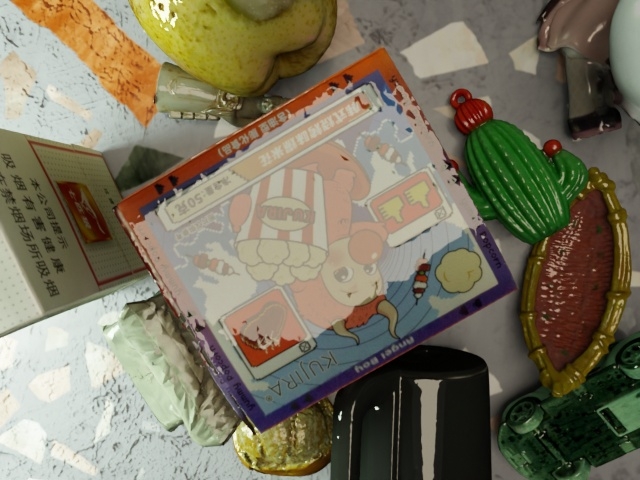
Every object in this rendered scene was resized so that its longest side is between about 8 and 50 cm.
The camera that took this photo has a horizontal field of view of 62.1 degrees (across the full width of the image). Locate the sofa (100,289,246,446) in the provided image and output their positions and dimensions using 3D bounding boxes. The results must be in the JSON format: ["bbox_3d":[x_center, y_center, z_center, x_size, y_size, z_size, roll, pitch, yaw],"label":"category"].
[{"bbox_3d":[-0.207,0.172,0.722,0.176,0.225,0.210,-31,96,-1],"label":"sofa"}]

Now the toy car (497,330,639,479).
[{"bbox_3d":[0.402,0.235,0.770,0.306,0.125,0.136,-39,98,25],"label":"toy car"}]

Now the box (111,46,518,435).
[{"bbox_3d":[0.000,0.000,0.693,0.349,0.257,0.318,-29,94,2],"label":"box"}]

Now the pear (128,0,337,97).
[{"bbox_3d":[-0.106,-0.321,0.678,0.271,0.271,0.271,0,94,1],"label":"pear"}]

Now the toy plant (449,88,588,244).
[{"bbox_3d":[0.255,-0.099,0.763,0.240,0.088,0.154,37,108,20],"label":"toy plant"}]

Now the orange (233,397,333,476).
[{"bbox_3d":[-0.048,0.271,0.770,0.157,0.156,0.134,-5,49,-4],"label":"orange"}]

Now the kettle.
[{"bbox_3d":[0.111,0.312,0.734,0.262,0.203,0.308,0,91,-18],"label":"kettle"}]

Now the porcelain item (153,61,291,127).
[{"bbox_3d":[-0.130,-0.206,0.781,0.213,0.054,0.084,11,96,-1],"label":"porcelain item"}]

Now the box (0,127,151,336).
[{"bbox_3d":[-0.335,-0.017,0.657,0.095,0.330,0.210,-24,93,2],"label":"box"}]

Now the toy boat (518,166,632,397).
[{"bbox_3d":[0.363,0.061,0.758,0.141,0.099,0.317,9,84,33],"label":"toy boat"}]

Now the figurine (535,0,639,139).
[{"bbox_3d":[0.425,-0.240,0.629,0.211,0.361,0.253,24,97,-12],"label":"figurine"}]
